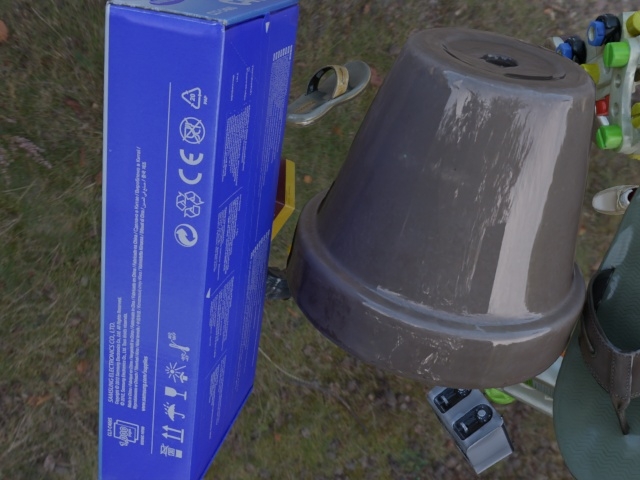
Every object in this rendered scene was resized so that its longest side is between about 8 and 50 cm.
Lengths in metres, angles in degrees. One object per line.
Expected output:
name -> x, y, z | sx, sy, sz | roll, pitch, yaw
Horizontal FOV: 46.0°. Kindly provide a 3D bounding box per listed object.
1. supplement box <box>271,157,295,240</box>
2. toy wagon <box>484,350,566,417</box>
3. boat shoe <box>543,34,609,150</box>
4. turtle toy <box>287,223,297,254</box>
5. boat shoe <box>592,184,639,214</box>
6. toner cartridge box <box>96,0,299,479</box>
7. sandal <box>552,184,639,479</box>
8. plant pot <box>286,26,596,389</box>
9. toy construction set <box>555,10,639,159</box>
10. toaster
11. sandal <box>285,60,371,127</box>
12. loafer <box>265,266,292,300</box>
supplement box -> -0.175, -0.072, 1.357 | 0.194, 0.129, 0.191 | 22, 130, -21
toy wagon -> 0.265, 0.176, 1.029 | 0.345, 0.267, 0.068 | 26, 76, 23
boat shoe -> 0.573, -0.325, 1.603 | 0.092, 0.103, 0.285 | -21, 66, -2
turtle toy -> 0.000, 0.000, 1.432 | 0.095, 0.066, 0.130 | 4, 122, -31
boat shoe -> 0.635, -0.087, 1.544 | 0.059, 0.170, 0.062 | 3, 83, -51
toner cartridge box -> -0.090, 0.001, 0.552 | 0.075, 0.165, 0.347 | 12, 114, 8
sandal -> 0.268, 0.070, 0.650 | 0.086, 0.120, 0.302 | 19, 85, -49
plant pot -> 0.114, -0.046, 0.632 | 0.263, 0.263, 0.229 | 3, 122, -13
toy construction set -> 0.376, -0.177, 0.986 | 0.151, 0.328, 0.214 | -4, 89, -19
toaster -> 0.330, 0.397, 1.651 | 0.110, 0.168, 0.185 | -33, 137, -2
sandal -> 0.008, -0.212, 1.038 | 0.180, 0.072, 0.049 | -40, 130, -35
loafer -> -0.067, 0.092, 1.529 | 0.170, 0.062, 0.061 | 11, 113, -52
